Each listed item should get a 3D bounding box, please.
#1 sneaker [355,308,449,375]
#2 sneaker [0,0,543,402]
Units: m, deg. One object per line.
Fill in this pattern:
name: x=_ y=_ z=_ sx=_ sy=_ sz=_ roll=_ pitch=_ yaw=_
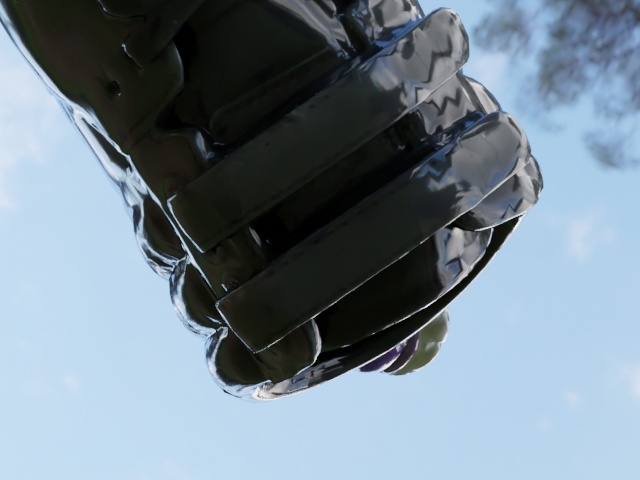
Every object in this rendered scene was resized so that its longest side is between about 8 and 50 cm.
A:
sneaker: x=0.000 y=0.000 z=0.689 sx=0.071 sy=0.068 sz=0.170 roll=-22 pitch=-29 yaw=-3
sneaker: x=-0.020 y=-0.062 z=0.402 sx=0.147 sy=0.104 sz=0.296 roll=54 pitch=-6 yaw=23
